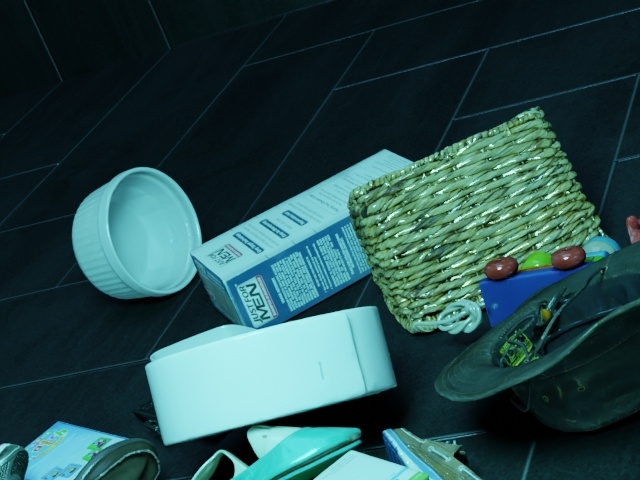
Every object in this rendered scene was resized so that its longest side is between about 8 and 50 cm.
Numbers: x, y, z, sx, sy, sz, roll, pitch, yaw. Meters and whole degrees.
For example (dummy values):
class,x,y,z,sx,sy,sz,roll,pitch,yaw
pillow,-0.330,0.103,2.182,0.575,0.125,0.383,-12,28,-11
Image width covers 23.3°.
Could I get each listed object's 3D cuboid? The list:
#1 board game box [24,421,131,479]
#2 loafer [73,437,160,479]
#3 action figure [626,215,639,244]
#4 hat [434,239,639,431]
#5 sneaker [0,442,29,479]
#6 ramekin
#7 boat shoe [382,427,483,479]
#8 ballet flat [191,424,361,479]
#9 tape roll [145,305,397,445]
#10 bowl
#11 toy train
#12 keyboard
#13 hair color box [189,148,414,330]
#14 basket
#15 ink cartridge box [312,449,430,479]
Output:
class,x,y,z,sx,sy,sz,roll,pitch,yaw
board game box,-0.332,0.304,1.991,0.211,0.039,0.160,5,36,48
loafer,-0.266,0.324,1.849,0.078,0.080,0.220,17,49,45
action figure,0.456,0.014,1.850,0.091,0.139,0.280,-27,0,-3
hat,0.292,0.124,1.671,0.331,0.134,0.331,-32,5,3
sneaker,-0.380,0.338,1.890,0.077,0.072,0.178,2,65,23
ramekin,-0.298,-0.004,2.469,0.109,0.207,0.207,-17,21,39
boat shoe,0.127,0.248,1.650,0.066,0.066,0.183,-23,31,-14
ballet flat,-0.073,0.254,1.702,0.247,0.087,0.083,-37,-16,9
tape roll,-0.056,0.159,1.816,0.286,0.100,0.286,-14,-7,-2
bowl,-0.143,0.165,2.087,0.142,0.053,0.142,-20,17,-29
toy train,0.249,0.056,1.930,0.248,0.105,0.143,-10,14,30
keyboard,-0.178,0.231,2.036,0.108,0.023,0.180,-30,21,-34
hair color box,0.000,0.000,2.284,0.347,0.105,0.174,-28,22,-13
basket,0.209,-0.007,2.113,0.299,0.223,0.213,-25,-11,-4
ink cartridge box,-0.018,0.304,1.605,0.189,0.097,0.255,-35,26,-29
